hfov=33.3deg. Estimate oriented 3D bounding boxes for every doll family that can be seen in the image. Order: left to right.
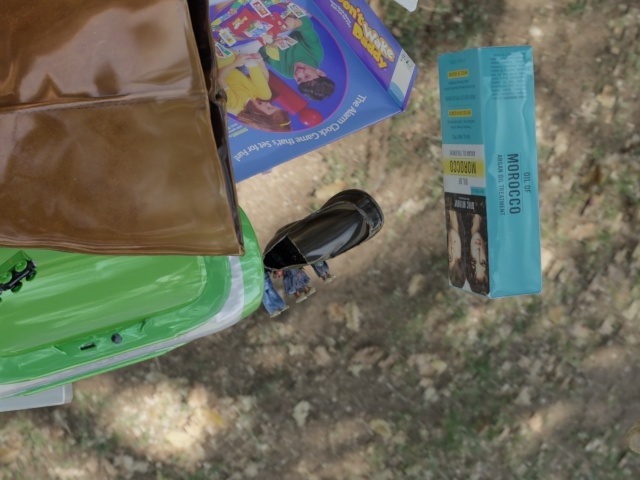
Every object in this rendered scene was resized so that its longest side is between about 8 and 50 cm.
[{"bbox_3d":[-0.059,0.048,1.785,0.111,0.076,0.193,61,32,-3],"label":"doll family"}]

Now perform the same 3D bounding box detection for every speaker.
[{"bbox_3d":[-0.202,0.047,0.898,0.296,0.131,0.131,-15,118,-25],"label":"speaker"}]

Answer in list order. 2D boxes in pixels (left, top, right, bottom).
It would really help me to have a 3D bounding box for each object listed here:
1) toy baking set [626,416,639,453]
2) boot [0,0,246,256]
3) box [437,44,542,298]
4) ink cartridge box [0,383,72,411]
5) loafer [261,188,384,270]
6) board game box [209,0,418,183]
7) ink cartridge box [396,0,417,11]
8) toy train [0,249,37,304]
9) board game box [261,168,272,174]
[{"bbox_3d":[0.296,0.161,0.691,0.256,0.197,0.030,3,113,-51],"label":"toy baking set"},{"bbox_3d":[-0.171,0.008,0.503,0.280,0.096,0.264,-5,81,7],"label":"boot"},{"bbox_3d":[0.169,-0.070,1.080,0.060,0.100,0.244,-6,96,-17],"label":"box"},{"bbox_3d":[-0.415,0.092,1.147,0.273,0.114,0.197,-5,83,-10],"label":"ink cartridge box"},{"bbox_3d":[0.000,0.000,1.498,0.080,0.220,0.078,53,44,-8],"label":"loafer"},{"bbox_3d":[-0.103,-0.187,1.189,0.233,0.347,0.078,48,42,-28],"label":"board game box"},{"bbox_3d":[0.154,-0.539,1.559,0.207,0.119,0.353,26,75,-35],"label":"ink cartridge box"},{"bbox_3d":[-0.225,0.037,0.717,0.083,0.023,0.017,-38,134,-3],"label":"toy train"},{"bbox_3d":[-0.098,-0.168,1.741,0.020,0.090,0.090,-15,124,17],"label":"board game box"}]
